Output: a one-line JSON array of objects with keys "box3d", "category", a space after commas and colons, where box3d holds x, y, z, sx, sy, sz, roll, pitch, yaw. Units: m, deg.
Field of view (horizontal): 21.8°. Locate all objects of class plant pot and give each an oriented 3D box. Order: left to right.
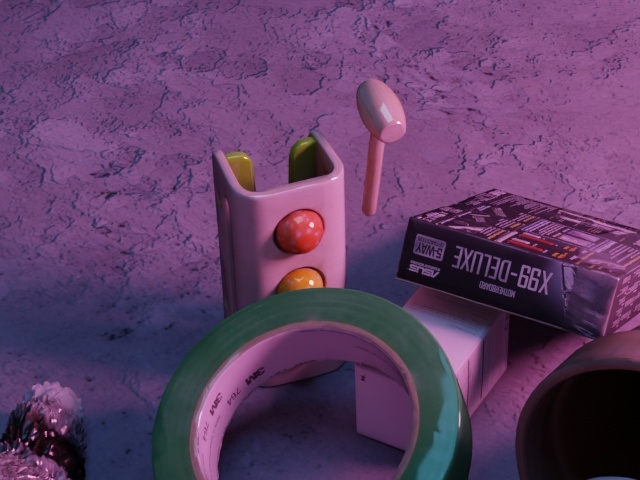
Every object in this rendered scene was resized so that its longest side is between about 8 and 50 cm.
[{"box3d": [0.399, 0.181, 1.607, 0.323, 0.323, 0.280, 25, 44, 29], "category": "plant pot"}]

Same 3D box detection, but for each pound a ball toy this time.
[{"box3d": [0.000, 0.000, 1.840, 0.208, 0.319, 0.136, -13, 40, -15], "category": "pound a ball toy"}]

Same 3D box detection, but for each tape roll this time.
[{"box3d": [-0.009, 0.203, 1.687, 0.321, 0.077, 0.321, -8, 58, 12], "category": "tape roll"}]

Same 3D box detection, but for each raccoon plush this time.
[{"box3d": [-0.355, 0.213, 1.596, 0.216, 0.299, 0.446, -3, 38, -1], "category": "raccoon plush"}]

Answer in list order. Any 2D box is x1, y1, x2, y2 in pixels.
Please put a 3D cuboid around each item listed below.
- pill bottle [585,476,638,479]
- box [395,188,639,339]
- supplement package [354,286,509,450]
[{"box3d": [0.201, 0.386, 1.442, 0.204, 0.204, 0.361, 26, 46, 30], "category": "pill bottle"}, {"box3d": [0.255, 0.020, 1.900, 0.242, 0.076, 0.307, 17, 14, 20], "category": "box"}, {"box3d": [0.125, 0.139, 1.834, 0.105, 0.105, 0.179, 19, 42, 25], "category": "supplement package"}]
